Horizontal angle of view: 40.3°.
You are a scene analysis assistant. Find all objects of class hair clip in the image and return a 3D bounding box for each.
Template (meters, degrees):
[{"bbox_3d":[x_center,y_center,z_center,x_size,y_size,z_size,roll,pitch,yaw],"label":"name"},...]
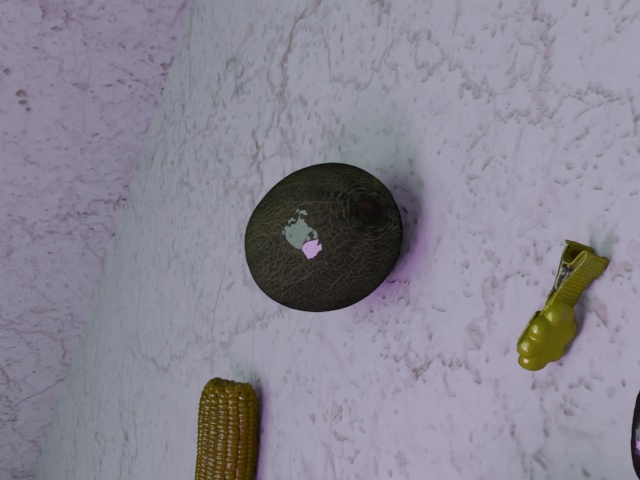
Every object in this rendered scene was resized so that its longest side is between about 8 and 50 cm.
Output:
[{"bbox_3d":[0.297,0.088,1.081,0.173,0.072,0.046,-66,31,13],"label":"hair clip"}]

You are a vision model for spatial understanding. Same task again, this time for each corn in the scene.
[{"bbox_3d":[-0.199,0.461,1.806,0.131,0.131,0.345,7,91,60],"label":"corn"}]

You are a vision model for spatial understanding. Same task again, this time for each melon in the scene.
[{"bbox_3d":[0.000,0.000,1.436,0.301,0.237,0.238,-31,59,55],"label":"melon"}]

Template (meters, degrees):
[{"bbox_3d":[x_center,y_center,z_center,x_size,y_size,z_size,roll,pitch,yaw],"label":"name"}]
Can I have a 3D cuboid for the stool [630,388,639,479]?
[{"bbox_3d":[0.382,0.169,0.874,0.121,0.125,0.217,-1,65,42],"label":"stool"}]
